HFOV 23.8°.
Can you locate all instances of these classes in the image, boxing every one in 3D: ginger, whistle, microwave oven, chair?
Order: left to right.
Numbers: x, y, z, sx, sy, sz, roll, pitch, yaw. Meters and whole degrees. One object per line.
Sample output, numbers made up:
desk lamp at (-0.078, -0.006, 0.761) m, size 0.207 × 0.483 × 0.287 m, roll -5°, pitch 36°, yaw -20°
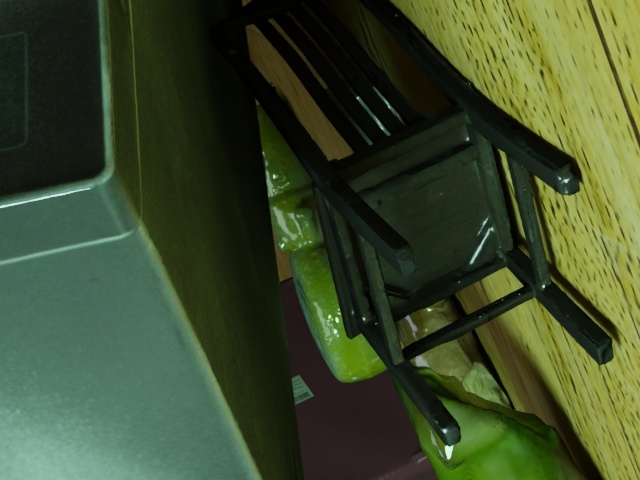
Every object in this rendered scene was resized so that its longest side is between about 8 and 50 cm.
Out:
microwave oven at (-0.163, -0.065, 0.684) m, size 0.374 × 0.236 × 0.432 m, roll 71°, pitch -172°, yaw -51°
whistle at (0.000, 0.000, 1.017) m, size 0.104 × 0.057 × 0.198 m, roll -149°, pitch 39°, yaw -84°
chair at (0.029, -0.025, 0.634) m, size 0.212 × 0.084 × 0.101 m, roll 51°, pitch 163°, yaw 52°
ginger at (0.062, 0.053, 0.829) m, size 0.137 × 0.044 × 0.057 m, roll 63°, pitch -170°, yaw 1°

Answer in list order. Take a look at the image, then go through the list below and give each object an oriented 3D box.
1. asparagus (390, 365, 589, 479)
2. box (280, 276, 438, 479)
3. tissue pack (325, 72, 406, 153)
asparagus at (0.128, 0.190, 0.740) m, size 0.343 × 0.085 × 0.082 m, roll 64°, pitch 168°, yaw -7°
box at (-0.007, 0.169, 1.159) m, size 0.294 × 0.193 × 0.167 m, roll -127°, pitch 20°, yaw -49°
tissue pack at (0.038, -0.030, 0.753) m, size 0.108 × 0.023 × 0.056 m, roll 63°, pitch 171°, yaw -16°
